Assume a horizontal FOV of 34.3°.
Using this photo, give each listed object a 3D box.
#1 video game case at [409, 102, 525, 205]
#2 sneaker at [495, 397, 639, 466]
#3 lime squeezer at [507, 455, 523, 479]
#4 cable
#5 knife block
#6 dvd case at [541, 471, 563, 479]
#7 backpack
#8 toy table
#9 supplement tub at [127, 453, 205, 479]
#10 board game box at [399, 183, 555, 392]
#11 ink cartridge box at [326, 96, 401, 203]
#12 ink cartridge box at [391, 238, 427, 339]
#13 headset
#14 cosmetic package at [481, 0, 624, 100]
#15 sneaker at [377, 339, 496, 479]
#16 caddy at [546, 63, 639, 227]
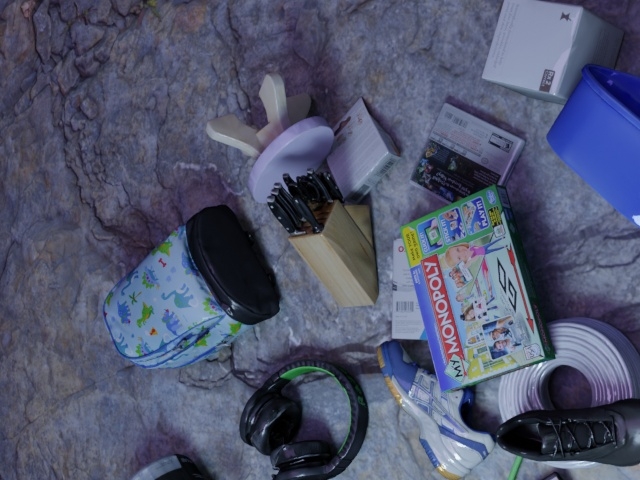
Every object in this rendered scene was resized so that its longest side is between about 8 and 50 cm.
[{"bbox_3d":[0.276,-0.149,1.973,0.190,0.022,0.173,33,105,35],"label":"video game case"},{"bbox_3d":[0.411,0.312,1.642,0.286,0.130,0.109,-15,75,33],"label":"sneaker"},{"bbox_3d":[0.342,0.544,1.832,0.110,0.058,0.311,-23,71,35],"label":"lime squeezer"},{"bbox_3d":[0.427,0.259,1.770,0.257,0.089,0.257,-7,82,38],"label":"cable"},{"bbox_3d":[0.000,0.000,2.020,0.088,0.242,0.276,-7,88,39],"label":"knife block"},{"bbox_3d":[0.355,0.543,1.789,0.253,0.022,0.180,-37,70,12],"label":"dvd case"},{"bbox_3d":[-0.306,0.136,2.284,0.355,0.273,0.290,-41,68,42],"label":"backpack"},{"bbox_3d":[-0.092,-0.214,2.145,0.161,0.252,0.274,58,137,18],"label":"toy table"},{"bbox_3d":[-0.284,0.634,2.229,0.316,0.193,0.194,48,114,32],"label":"supplement tub"},{"bbox_3d":[0.271,0.087,1.832,0.213,0.046,0.317,-25,69,32],"label":"board game box"},{"bbox_3d":[0.079,-0.184,2.132,0.145,0.045,0.179,-46,42,26],"label":"ink cartridge box"},{"bbox_3d":[0.212,0.093,1.960,0.139,0.082,0.191,-2,82,38],"label":"ink cartridge box"},{"bbox_3d":[-0.086,0.412,2.099,0.394,0.185,0.243,-48,58,11],"label":"headset"},{"bbox_3d":[0.402,-0.320,1.786,0.151,0.183,0.151,20,98,38],"label":"cosmetic package"},{"bbox_3d":[0.220,0.295,1.939,0.131,0.112,0.296,-37,65,10],"label":"sneaker"},{"bbox_3d":[0.530,-0.149,1.637,0.341,0.241,0.179,49,121,30],"label":"caddy"}]
